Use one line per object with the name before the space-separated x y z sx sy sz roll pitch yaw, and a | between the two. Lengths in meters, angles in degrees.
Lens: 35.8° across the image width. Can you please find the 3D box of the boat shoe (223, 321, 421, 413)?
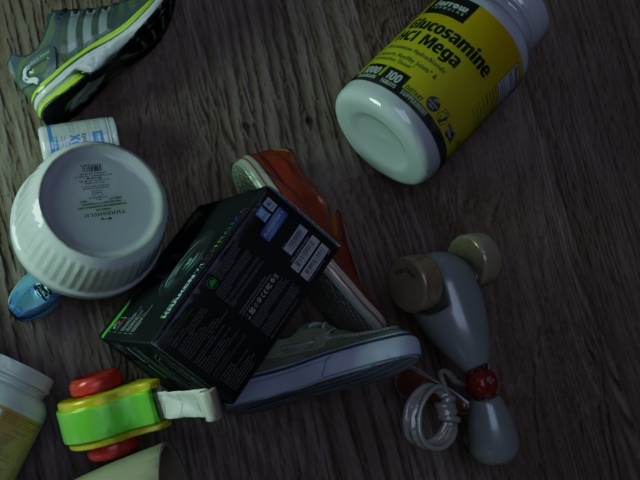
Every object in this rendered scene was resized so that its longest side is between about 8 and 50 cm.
boat shoe | -0.011 0.157 1.338 0.302 0.109 0.094 -18 69 24

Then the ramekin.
ramekin | -0.300 -0.033 1.316 0.207 0.109 0.207 8 67 -21

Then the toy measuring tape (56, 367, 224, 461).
toy measuring tape | -0.244 0.217 1.223 0.121 0.330 0.121 6 80 -34

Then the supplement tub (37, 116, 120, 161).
supplement tub | -0.344 -0.136 1.417 0.107 0.071 0.071 -12 79 -15

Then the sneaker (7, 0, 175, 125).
sneaker | -0.328 -0.305 1.447 0.121 0.111 0.300 43 69 4

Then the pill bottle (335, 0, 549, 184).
pill bottle | 0.194 -0.258 1.512 0.188 0.188 0.334 44 71 0

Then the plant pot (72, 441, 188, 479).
plant pot | -0.297 0.405 1.222 0.274 0.256 0.256 -13 79 -1

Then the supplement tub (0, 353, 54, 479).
supplement tub | -0.440 0.246 1.262 0.144 0.144 0.199 25 72 -6

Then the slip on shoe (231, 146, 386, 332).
slip on shoe | 0.000 0.000 1.445 0.101 0.123 0.331 -32 81 -22

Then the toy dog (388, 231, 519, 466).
toy dog | 0.178 0.153 1.436 0.220 0.161 0.333 11 75 -28

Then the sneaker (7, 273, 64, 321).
sneaker | -0.362 0.047 1.366 0.162 0.073 0.063 -41 89 -19

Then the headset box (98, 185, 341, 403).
headset box | -0.143 0.071 1.311 0.131 0.283 0.246 41 71 -17
